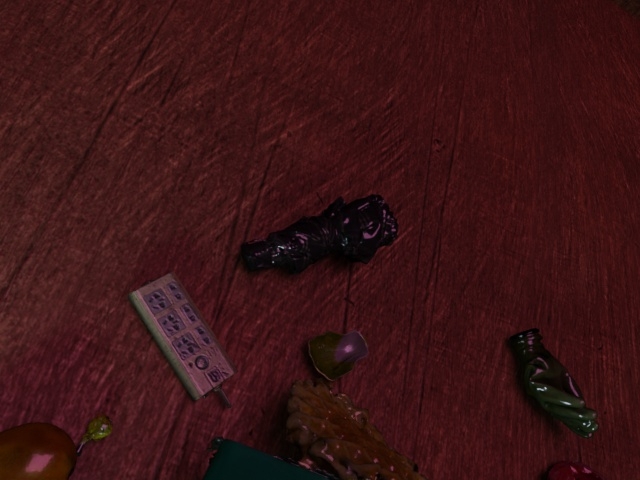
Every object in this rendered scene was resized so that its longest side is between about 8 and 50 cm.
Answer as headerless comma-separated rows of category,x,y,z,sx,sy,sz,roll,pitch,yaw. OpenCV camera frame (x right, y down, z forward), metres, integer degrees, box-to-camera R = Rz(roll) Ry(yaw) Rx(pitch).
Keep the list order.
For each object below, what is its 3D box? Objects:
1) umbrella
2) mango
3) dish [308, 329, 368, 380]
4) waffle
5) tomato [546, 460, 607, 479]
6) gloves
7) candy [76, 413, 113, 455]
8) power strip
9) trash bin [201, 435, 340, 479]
umbrella,0.008,0.009,1.223,0.337,0.128,0.154,-29,67,-30
mango,-0.426,0.318,0.838,0.163,0.089,0.111,-21,66,-25
dish,0.031,0.222,1.174,0.137,0.039,0.091,-15,68,-37
waffle,0.063,0.356,1.011,0.317,0.297,0.073,39,94,6
tomato,0.551,0.564,1.266,0.173,0.099,0.189,12,20,-8
gloves,0.523,0.323,1.361,0.135,0.107,0.268,-3,51,-39
candy,-0.364,0.317,0.910,0.035,0.035,0.123,40,61,0
power strip,-0.229,0.178,1.049,0.092,0.034,0.268,-30,83,-37
trash bin,-0.126,0.497,0.797,0.259,0.295,0.381,22,45,3
